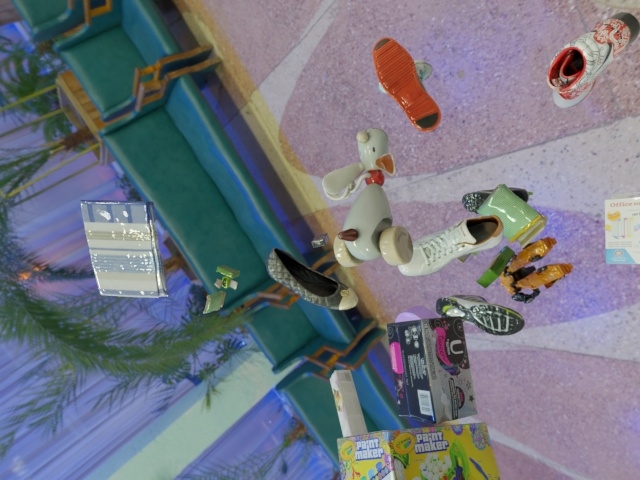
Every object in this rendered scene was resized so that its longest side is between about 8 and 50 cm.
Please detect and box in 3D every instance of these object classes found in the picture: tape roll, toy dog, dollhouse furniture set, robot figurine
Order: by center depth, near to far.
[{"bbox_3d":[0.084,-0.093,0.886,0.220,0.161,0.334,-32,59,27],"label":"toy dog"},{"bbox_3d":[-0.286,0.152,1.221,0.058,0.076,0.152,21,103,18],"label":"dollhouse furniture set"},{"bbox_3d":[0.590,-0.011,1.415,0.197,0.151,0.301,41,148,16],"label":"dollhouse furniture set"},{"bbox_3d":[0.770,0.111,1.526,0.291,0.085,0.211,117,134,-63],"label":"robot figurine"},{"bbox_3d":[0.496,0.465,2.042,0.275,0.090,0.275,35,134,45],"label":"tape roll"}]

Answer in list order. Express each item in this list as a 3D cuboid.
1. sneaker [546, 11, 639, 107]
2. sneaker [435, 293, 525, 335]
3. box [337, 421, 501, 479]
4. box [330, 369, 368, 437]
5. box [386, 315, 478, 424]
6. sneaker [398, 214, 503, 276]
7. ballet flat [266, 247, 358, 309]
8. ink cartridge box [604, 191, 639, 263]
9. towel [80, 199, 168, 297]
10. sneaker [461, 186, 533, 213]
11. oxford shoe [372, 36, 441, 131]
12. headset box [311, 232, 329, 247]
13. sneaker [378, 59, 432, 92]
[{"bbox_3d":[0.548,-0.361,0.912,0.090,0.145,0.270,57,174,13],"label":"sneaker"},{"bbox_3d":[0.561,0.240,1.442,0.300,0.121,0.111,13,115,45],"label":"sneaker"},{"bbox_3d":[0.214,0.530,0.832,0.177,0.290,0.279,-40,47,47],"label":"box"},{"bbox_3d":[0.101,0.587,1.377,0.324,0.067,0.063,-108,30,-46],"label":"box"},{"bbox_3d":[0.291,0.332,1.089,0.163,0.142,0.247,150,116,-61],"label":"box"},{"bbox_3d":[0.333,0.001,1.086,0.123,0.290,0.106,51,-164,-63],"label":"sneaker"},{"bbox_3d":[-0.017,0.067,0.692,0.173,0.057,0.049,24,134,13],"label":"ballet flat"},{"bbox_3d":[0.609,-0.026,0.798,0.092,0.090,0.143,-3,85,44],"label":"ink cartridge box"},{"bbox_3d":[-0.535,0.026,1.137,0.209,0.034,0.285,0,109,7],"label":"towel"},{"bbox_3d":[0.638,-0.147,1.498,0.234,0.097,0.084,0,107,35],"label":"sneaker"},{"bbox_3d":[0.220,-0.395,1.076,0.097,0.098,0.271,-28,88,18],"label":"oxford shoe"},{"bbox_3d":[0.000,0.000,1.846,0.062,0.083,0.032,-13,108,19],"label":"headset box"},{"bbox_3d":[0.365,-0.632,1.645,0.122,0.283,0.110,37,144,35],"label":"sneaker"}]
